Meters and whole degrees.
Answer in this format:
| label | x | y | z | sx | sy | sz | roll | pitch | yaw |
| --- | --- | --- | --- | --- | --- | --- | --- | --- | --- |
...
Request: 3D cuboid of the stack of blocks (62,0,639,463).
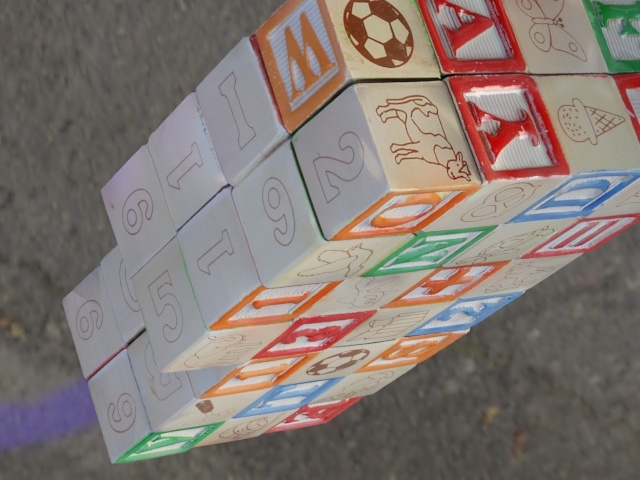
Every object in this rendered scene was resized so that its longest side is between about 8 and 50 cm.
| label | x | y | z | sx | sy | sz | roll | pitch | yaw |
| --- | --- | --- | --- | --- | --- | --- | --- | --- | --- |
| stack of blocks | 0.000 | 0.000 | 0.824 | 0.171 | 0.087 | 0.297 | -6 | 159 | -37 |
